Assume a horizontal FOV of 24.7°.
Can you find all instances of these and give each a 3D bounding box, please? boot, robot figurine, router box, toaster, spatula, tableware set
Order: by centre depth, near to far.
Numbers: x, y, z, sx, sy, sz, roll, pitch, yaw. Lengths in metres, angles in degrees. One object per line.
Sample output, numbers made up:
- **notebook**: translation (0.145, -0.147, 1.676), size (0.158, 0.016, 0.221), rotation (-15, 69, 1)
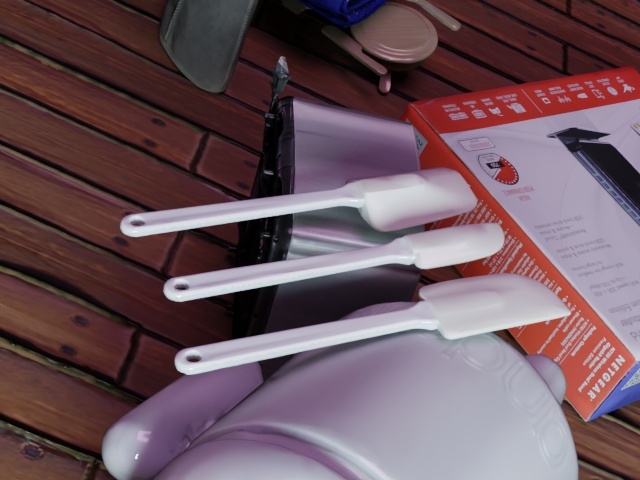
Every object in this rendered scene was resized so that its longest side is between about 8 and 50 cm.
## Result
- **robot figurine**: translation (0.020, 0.166, 0.849), size (0.300, 0.200, 0.353), rotation (26, 34, 20)
- **spatula**: translation (0.009, 0.013, 0.888), size (0.242, 0.019, 0.168), rotation (-9, 44, -21)
- **toaster**: translation (0.000, 0.000, 1.035), size (0.110, 0.185, 0.168), rotation (9, 40, -10)
- **boot**: translation (-0.091, -0.261, 1.249), size (0.076, 0.208, 0.189), rotation (-6, 56, -25)
- **router box**: translation (0.262, -0.015, 1.310), size (0.335, 0.082, 0.301), rotation (-14, 55, -43)
- **tableware set**: translation (0.028, -0.223, 1.425), size (0.194, 0.039, 0.128), rotation (40, 52, 20)

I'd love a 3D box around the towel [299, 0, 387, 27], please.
- **towel**: translation (-0.045, -0.326, 1.427), size (0.308, 0.076, 0.227), rotation (33, 42, 15)
